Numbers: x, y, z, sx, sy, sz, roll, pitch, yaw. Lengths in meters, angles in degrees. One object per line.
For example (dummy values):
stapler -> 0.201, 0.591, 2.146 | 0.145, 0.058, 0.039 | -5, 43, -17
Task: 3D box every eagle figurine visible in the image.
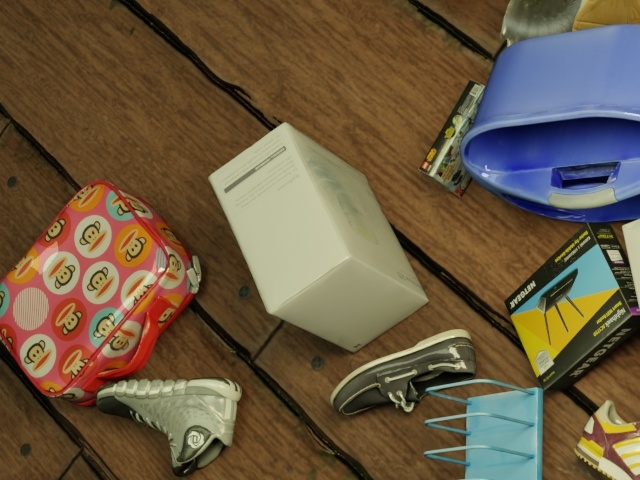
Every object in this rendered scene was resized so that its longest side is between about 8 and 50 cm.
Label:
eagle figurine -> 0.286, -0.411, 2.130 | 0.226, 0.225, 0.298 | -86, 12, -62

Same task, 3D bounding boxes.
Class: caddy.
caddy -> 0.332, -0.116, 1.924 | 0.341, 0.241, 0.179 | -4, 58, 43

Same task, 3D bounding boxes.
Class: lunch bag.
lunch bag -> -0.319, 0.088, 2.328 | 0.293, 0.120, 0.258 | -47, 57, 8

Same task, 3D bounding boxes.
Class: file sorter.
file sorter -> 0.191, 0.262, 1.961 | 0.118, 0.104, 0.170 | -16, 65, 47

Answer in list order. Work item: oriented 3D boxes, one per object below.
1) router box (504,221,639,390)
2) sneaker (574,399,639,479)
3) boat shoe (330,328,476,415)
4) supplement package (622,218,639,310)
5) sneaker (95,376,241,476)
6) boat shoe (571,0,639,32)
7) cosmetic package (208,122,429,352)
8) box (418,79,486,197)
router box -> 0.311, 0.081, 1.959 | 0.179, 0.046, 0.133 | -50, 51, 42
sneaker -> 0.387, 0.256, 1.887 | 0.185, 0.069, 0.084 | 30, 95, 33
boat shoe -> 0.107, 0.184, 2.073 | 0.206, 0.075, 0.065 | -27, 59, 15
supplement package -> 0.475, 0.082, 1.806 | 0.204, 0.145, 0.262 | -23, 44, 22
sneaker -> -0.218, 0.261, 2.233 | 0.228, 0.086, 0.132 | -7, 73, 28
boat shoe -> 0.383, -0.322, 2.012 | 0.098, 0.277, 0.096 | 18, 45, 6
cosmetic package -> 0.000, 0.000, 2.106 | 0.138, 0.224, 0.225 | -34, 60, 17
box -> 0.190, -0.133, 2.118 | 0.027, 0.094, 0.137 | 30, 90, 34
